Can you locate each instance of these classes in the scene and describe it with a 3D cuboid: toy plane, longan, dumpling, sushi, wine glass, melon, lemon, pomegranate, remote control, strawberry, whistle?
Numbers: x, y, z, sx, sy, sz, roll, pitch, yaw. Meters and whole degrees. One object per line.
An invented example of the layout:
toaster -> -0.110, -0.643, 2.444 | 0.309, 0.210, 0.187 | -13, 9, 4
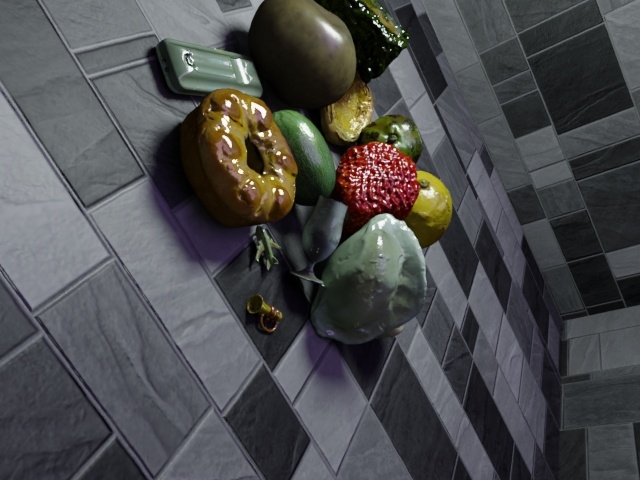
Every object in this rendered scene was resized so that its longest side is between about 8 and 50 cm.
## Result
toy plane -> -0.137, 0.016, 1.383 | 0.102, 0.040, 0.111 | -34, 102, -60
longan -> -0.052, -0.543, 1.618 | 0.350, 0.288, 0.289 | 38, 43, -30
dumpling -> 0.114, 0.114, 1.488 | 0.211, 0.321, 0.270 | -1, 48, -50
sushi -> 0.115, -0.703, 1.813 | 0.352, 0.178, 0.294 | 45, 31, -6
wine glass -> 0.000, 0.000, 1.450 | 0.103, 0.103, 0.222 | 15, 96, -53
melon -> -0.058, -0.208, 1.496 | 0.288, 0.182, 0.182 | 60, 33, -13
lemon -> 0.330, -0.100, 1.954 | 0.260, 0.260, 0.284 | -56, 145, -53
pomegranate -> 0.219, -0.323, 1.903 | 0.277, 0.221, 0.204 | -113, -177, -61
remote control -> -0.263, -0.425, 1.410 | 0.335, 0.065, 0.128 | -17, 86, -59
strawberry -> 0.141, -0.120, 1.658 | 0.351, 0.267, 0.312 | -41, 140, -59
whistle -> -0.123, 0.175, 1.317 | 0.109, 0.046, 0.057 | 44, 25, -45

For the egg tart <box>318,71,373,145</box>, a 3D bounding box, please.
egg tart -> 0.072, -0.456, 1.883 | 0.290, 0.107, 0.291 | -16, 110, -49

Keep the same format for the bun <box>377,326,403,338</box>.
bun -> 0.170, 0.186, 1.681 | 0.229, 0.145, 0.230 | 11, 54, -16

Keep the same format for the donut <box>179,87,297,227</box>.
donut -> -0.183, -0.183, 1.300 | 0.299, 0.150, 0.317 | 21, 58, -44
